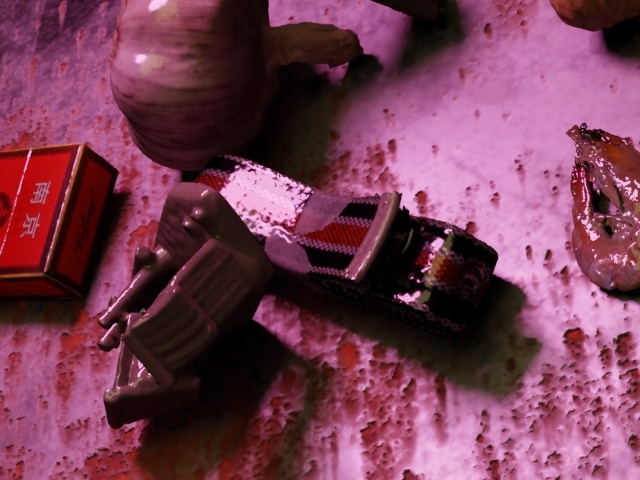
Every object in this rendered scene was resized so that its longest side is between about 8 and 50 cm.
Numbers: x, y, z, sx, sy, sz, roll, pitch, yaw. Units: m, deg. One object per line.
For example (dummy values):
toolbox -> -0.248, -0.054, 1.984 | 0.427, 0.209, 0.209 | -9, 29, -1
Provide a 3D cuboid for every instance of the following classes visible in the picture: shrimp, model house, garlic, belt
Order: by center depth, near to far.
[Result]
shrimp -> 0.243, -0.035, 1.295 | 0.101, 0.042, 0.190 | -35, 45, 16
model house -> -0.134, 0.072, 1.374 | 0.122, 0.229, 0.188 | 32, 64, 0
belt -> 0.000, 0.000, 1.383 | 0.359, 0.126, 0.094 | 17, 77, 47
garlic -> -0.081, -0.188, 1.544 | 0.253, 0.245, 0.245 | 2, 51, -5

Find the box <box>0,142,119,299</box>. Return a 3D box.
box -> -0.340, -0.016, 1.638 | 0.240, 0.074, 0.153 | -2, 60, 33

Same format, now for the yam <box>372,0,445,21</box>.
yam -> 0.011, -0.297, 1.498 | 0.106, 0.259, 0.106 | -49, 32, 46

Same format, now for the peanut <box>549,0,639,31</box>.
peanut -> 0.301, -0.275, 1.408 | 0.226, 0.095, 0.108 | -44, 67, -10
